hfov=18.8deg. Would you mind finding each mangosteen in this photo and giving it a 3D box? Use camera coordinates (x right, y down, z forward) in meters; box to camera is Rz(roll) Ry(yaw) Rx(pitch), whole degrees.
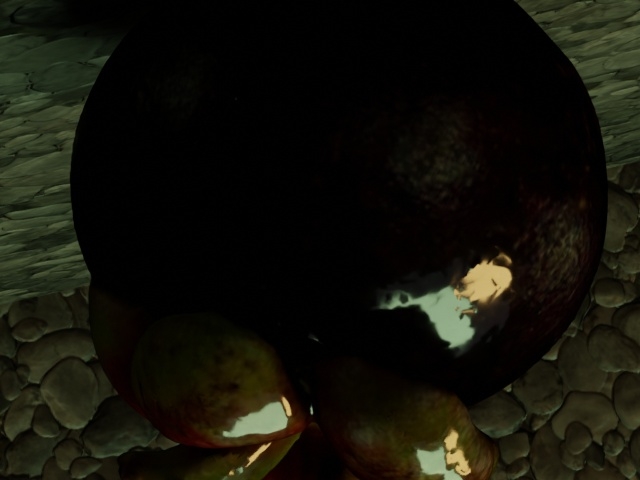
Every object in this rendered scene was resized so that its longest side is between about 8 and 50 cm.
[{"bbox_3d":[0.000,0.000,1.331,0.382,0.435,0.382,12,141,10],"label":"mangosteen"}]
